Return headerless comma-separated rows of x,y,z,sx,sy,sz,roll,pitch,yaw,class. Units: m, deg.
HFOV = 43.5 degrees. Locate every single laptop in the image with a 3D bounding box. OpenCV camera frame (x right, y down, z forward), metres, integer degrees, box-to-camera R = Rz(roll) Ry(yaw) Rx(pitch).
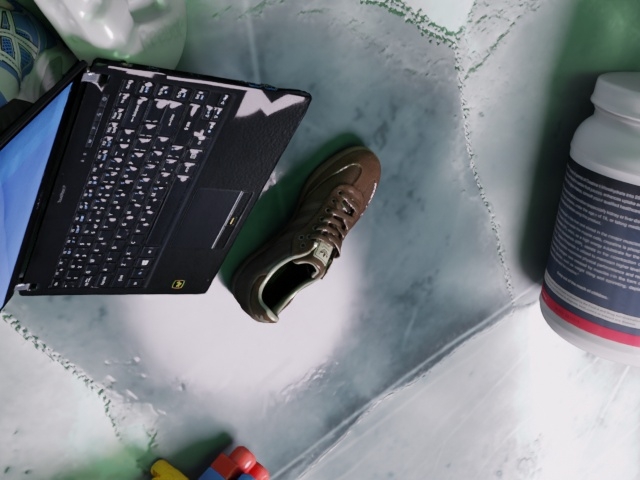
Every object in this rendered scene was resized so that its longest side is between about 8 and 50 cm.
-0.142,0.009,0.557,0.264,0.136,0.234,2,137,-34,laptop

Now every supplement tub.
0.344,-0.023,0.830,0.191,0.191,0.272,-6,115,-26,supplement tub

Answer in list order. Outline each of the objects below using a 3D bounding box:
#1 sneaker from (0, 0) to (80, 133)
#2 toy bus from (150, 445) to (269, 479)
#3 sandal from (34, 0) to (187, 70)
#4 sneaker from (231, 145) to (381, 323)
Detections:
-0.219,-0.097,0.499,0.080,0.211,0.081,-31,114,14,sneaker
-0.114,0.317,0.784,0.211,0.149,0.220,-44,129,-23,toy bus
-0.217,-0.258,0.470,0.102,0.169,0.416,-11,126,22,sandal
0.000,0.000,0.728,0.188,0.071,0.066,-50,125,1,sneaker
